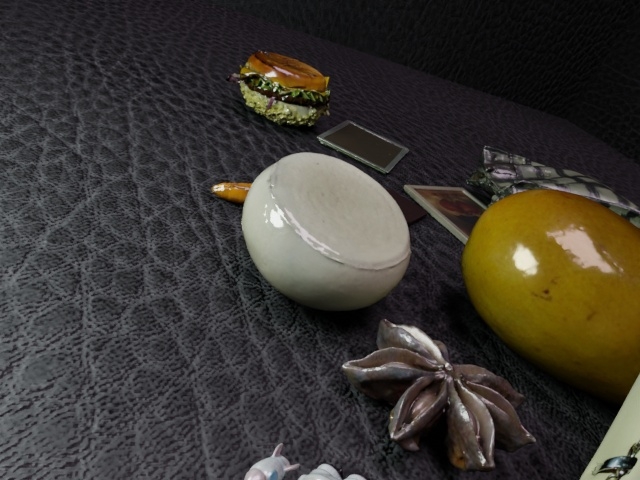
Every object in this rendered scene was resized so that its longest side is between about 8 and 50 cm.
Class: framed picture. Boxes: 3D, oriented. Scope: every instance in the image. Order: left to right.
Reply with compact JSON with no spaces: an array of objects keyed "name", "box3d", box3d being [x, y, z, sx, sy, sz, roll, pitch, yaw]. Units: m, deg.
[{"name":"framed picture","box3d":[0.116,-0.246,1.283,0.197,0.014,0.252,28,30,9]},{"name":"framed picture","box3d":[0.342,-0.037,1.092,0.211,0.020,0.289,-3,39,-36]}]

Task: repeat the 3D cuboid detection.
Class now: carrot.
[{"name":"carrot","box3d":[-0.048,-0.074,0.852,0.271,0.062,0.066,-4,72,-32]}]

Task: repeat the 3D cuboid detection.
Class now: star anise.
[{"name":"star anise","box3d":[0.126,0.173,0.545,0.212,0.073,0.197,33,27,23]}]

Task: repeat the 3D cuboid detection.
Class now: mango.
[{"name":"mango","box3d":[0.413,0.100,0.711,0.446,0.232,0.300,35,29,9]}]

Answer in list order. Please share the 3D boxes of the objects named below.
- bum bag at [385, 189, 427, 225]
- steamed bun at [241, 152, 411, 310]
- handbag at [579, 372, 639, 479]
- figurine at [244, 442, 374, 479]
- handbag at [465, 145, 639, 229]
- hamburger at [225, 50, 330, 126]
[{"name":"bum bag","box3d":[0.147,-0.068,1.000,0.109,0.026,0.159,35,32,23]},{"name":"steamed bun","box3d":[0.000,0.000,0.669,0.232,0.145,0.231,20,41,-19]},{"name":"handbag","box3d":[0.415,0.192,0.465,0.237,0.160,0.358,43,64,9]},{"name":"figurine","box3d":[-0.040,0.220,0.325,0.138,0.111,0.229,7,12,32]},{"name":"handbag","box3d":[0.533,-0.086,1.150,0.327,0.162,0.325,16,23,-5]},{"name":"hamburger","box3d":[-0.095,-0.368,1.211,0.262,0.138,0.243,21,28,-3]}]
